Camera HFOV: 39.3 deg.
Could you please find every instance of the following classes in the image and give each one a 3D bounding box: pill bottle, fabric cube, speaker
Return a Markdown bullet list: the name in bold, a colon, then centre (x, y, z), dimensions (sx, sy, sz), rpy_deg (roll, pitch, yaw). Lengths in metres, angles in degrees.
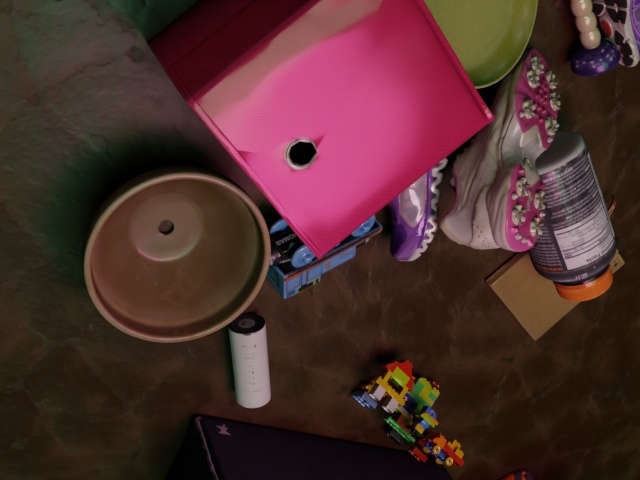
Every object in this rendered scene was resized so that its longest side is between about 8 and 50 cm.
- **pill bottle**: centre (0.360, -0.029, 1.330), dimensions (0.130, 0.130, 0.246), rpy_deg (-29, 116, -5)
- **fabric cube**: centre (-0.006, -0.186, 1.042), dimensions (0.258, 0.259, 0.254), rpy_deg (-38, 122, 1)
- **speaker**: centre (-0.103, 0.178, 1.316), dimensions (0.055, 0.055, 0.136), rpy_deg (-12, 120, -16)

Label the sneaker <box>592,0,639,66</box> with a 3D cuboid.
- **sneaker**: centre (0.431, -0.329, 1.267), dimensions (0.071, 0.068, 0.170), rpy_deg (-42, 133, -15)

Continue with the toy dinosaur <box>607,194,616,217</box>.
- **toy dinosaur**: centre (0.450, -0.011, 1.421), dimensions (0.090, 0.047, 0.082), rpy_deg (-40, 142, -11)

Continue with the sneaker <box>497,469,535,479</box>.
- **sneaker**: centre (0.418, 0.492, 1.599), dimensions (0.320, 0.180, 0.125), rpy_deg (2, 117, 7)

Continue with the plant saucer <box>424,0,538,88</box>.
- **plant saucer**: centre (0.189, -0.316, 1.140), dimensions (0.240, 0.037, 0.241), rpy_deg (-11, 107, -39)

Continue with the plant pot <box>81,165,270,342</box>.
- **plant pot**: centre (-0.192, 0.005, 1.157), dimensions (0.237, 0.110, 0.238), rpy_deg (-9, 118, -18)

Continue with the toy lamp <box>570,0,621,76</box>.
- **toy lamp**: centre (0.338, -0.354, 1.200), dimensions (0.080, 0.080, 0.275), rpy_deg (-30, 126, -5)

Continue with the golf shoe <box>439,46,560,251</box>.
- **golf shoe**: centre (0.240, -0.127, 1.220), dimensions (0.115, 0.140, 0.306), rpy_deg (37, 59, -40)

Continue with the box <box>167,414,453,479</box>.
- **box**: centre (-0.042, 0.578, 1.415), dimensions (0.479, 0.297, 0.472), rpy_deg (16, 107, -28)

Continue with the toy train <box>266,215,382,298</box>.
- **toy train**: centre (0.000, 0.000, 1.239), dimensions (0.184, 0.080, 0.105), rpy_deg (-28, 148, -23)

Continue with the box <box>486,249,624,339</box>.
- **box**: centre (0.386, 0.051, 1.463), dimensions (0.201, 0.021, 0.164), rpy_deg (-41, 123, 3)

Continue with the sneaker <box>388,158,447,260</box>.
- **sneaker**: centre (0.115, -0.086, 1.249), dimensions (0.104, 0.095, 0.237), rpy_deg (3, 110, -16)

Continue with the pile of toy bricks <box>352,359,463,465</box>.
- **pile of toy bricks**: centre (0.154, 0.266, 1.452), dimensions (0.212, 0.118, 0.105), rpy_deg (45, 66, -17)
